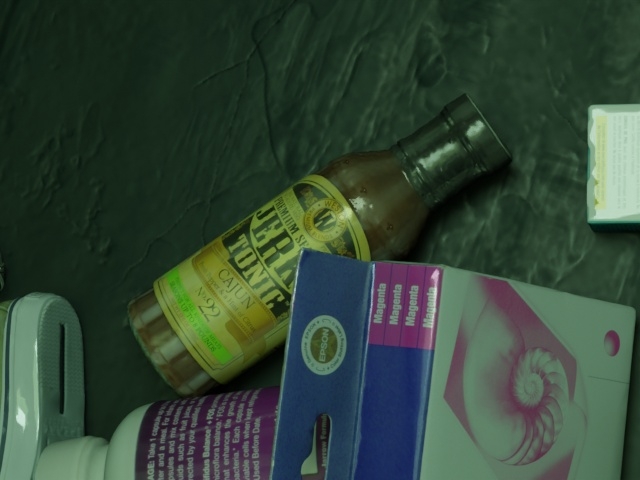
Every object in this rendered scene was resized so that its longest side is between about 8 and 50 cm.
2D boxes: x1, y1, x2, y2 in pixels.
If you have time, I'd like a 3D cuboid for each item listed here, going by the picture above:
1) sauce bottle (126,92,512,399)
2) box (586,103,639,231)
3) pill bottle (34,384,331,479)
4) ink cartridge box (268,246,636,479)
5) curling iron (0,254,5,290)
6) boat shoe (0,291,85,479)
[{"bbox_3d":[0.000,0.000,1.499,0.344,0.111,0.111,-36,76,6],"label":"sauce bottle"},{"bbox_3d":[0.341,-0.059,1.452,0.244,0.060,0.100,0,83,13],"label":"box"},{"bbox_3d":[-0.072,0.208,1.457,0.301,0.169,0.169,-8,81,12],"label":"pill bottle"},{"bbox_3d":[0.105,0.187,1.351,0.071,0.330,0.324,0,82,47],"label":"ink cartridge box"},{"bbox_3d":[-0.409,0.011,1.627,0.274,0.035,0.068,6,115,17],"label":"curling iron"},{"bbox_3d":[-0.262,0.196,1.549,0.094,0.109,0.302,-8,71,27],"label":"boat shoe"}]
